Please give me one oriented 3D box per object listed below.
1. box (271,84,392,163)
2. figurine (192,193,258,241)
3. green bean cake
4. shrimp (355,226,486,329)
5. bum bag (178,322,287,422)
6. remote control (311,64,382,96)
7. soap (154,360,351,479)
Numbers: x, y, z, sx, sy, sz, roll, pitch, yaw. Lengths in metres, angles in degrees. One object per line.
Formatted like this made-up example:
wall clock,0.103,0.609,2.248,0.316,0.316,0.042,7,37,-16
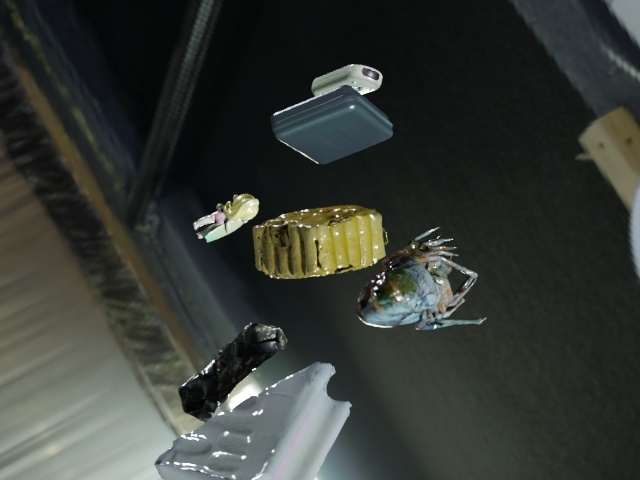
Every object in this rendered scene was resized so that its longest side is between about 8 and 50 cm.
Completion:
box,0.024,-0.197,2.036,0.230,0.160,0.050,22,49,-68
figurine,-0.227,-0.057,2.861,0.083,0.187,0.083,58,18,-30
green bean cake,0.000,0.000,2.480,0.224,0.229,0.131,-1,-81,43
shrimp,0.169,0.081,1.831,0.137,0.372,0.172,-40,-101,31
bum bag,-0.175,0.250,2.301,0.102,0.248,0.069,48,-6,-24
remote control,0.051,-0.320,2.433,0.221,0.078,0.042,-4,-112,63
soap,-0.125,0.363,2.148,0.257,0.302,0.159,2,-46,38
